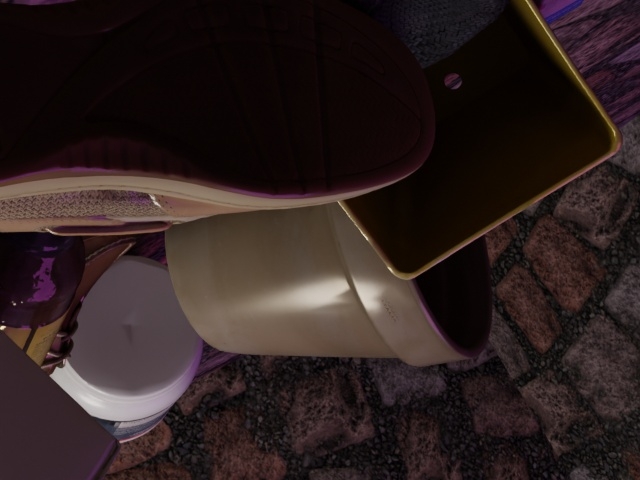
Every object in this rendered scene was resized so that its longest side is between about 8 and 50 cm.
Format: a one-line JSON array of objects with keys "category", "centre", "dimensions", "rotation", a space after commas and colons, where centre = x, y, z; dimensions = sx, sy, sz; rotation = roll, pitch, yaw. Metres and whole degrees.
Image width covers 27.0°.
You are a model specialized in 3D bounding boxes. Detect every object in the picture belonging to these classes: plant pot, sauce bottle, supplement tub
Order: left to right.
[{"category": "sauce bottle", "centre": [-0.270, 0.039, 1.181], "dimensions": [0.111, 0.111, 0.344], "rotation": [-23, 160, -40]}, {"category": "supplement tub", "centre": [-0.248, 0.136, 1.624], "dimensions": [0.191, 0.191, 0.272], "rotation": [-27, 171, -21]}, {"category": "plant pot", "centre": [0.000, 0.000, 1.424], "dimensions": [0.280, 0.323, 0.323], "rotation": [-17, 177, 21]}, {"category": "plant pot", "centre": [0.091, -0.137, 1.100], "dimensions": [0.212, 0.212, 0.187], "rotation": [-33, -158, 15]}]

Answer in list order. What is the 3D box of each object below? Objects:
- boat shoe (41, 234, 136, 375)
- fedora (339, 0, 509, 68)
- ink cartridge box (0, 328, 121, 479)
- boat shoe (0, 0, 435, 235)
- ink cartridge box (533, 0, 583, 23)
[{"category": "boat shoe", "centre": [-0.303, 0.090, 1.391], "dimensions": [0.324, 0.116, 0.123], "rotation": [-38, 170, 22]}, {"category": "fedora", "centre": [0.019, -0.176, 0.827], "dimensions": [0.334, 0.153, 0.334], "rotation": [-29, 172, -5]}, {"category": "ink cartridge box", "centre": [-0.388, 0.192, 1.008], "dimensions": [0.395, 0.285, 0.166], "rotation": [-37, -167, 33]}, {"category": "boat shoe", "centre": [-0.105, -0.063, 0.684], "dimensions": [0.341, 0.122, 0.110], "rotation": [-2, 166, -26]}, {"category": "ink cartridge box", "centre": [0.181, -0.252, 1.096], "dimensions": [0.061, 0.104, 0.181], "rotation": [-30, 172, -5]}]
